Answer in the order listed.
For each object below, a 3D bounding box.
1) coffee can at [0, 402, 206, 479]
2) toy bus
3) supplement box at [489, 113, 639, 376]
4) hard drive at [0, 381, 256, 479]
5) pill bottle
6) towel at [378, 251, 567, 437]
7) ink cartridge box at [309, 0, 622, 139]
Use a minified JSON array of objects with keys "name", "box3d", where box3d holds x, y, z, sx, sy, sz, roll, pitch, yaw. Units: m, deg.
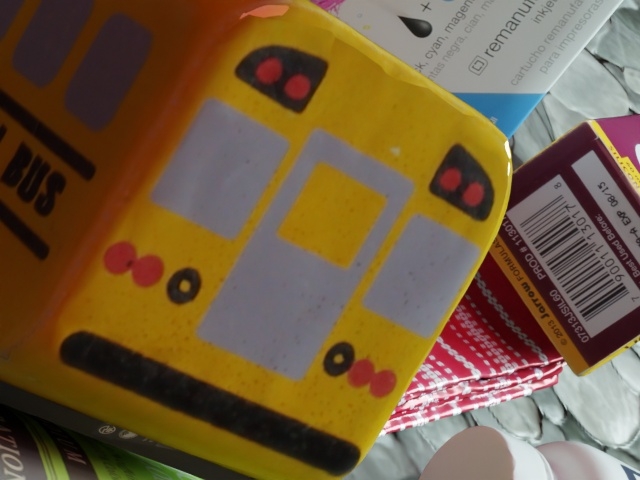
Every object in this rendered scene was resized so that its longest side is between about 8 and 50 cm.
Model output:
[{"name":"coffee can","box3d":[-0.051,0.162,0.446,0.275,0.201,0.202,25,42,-30]},{"name":"toy bus","box3d":[-0.096,-0.042,0.511,0.108,0.130,0.332,26,5,-38]},{"name":"supplement box","box3d":[0.160,-0.004,0.888,0.104,0.081,0.188,57,21,7]},{"name":"hard drive","box3d":[-0.064,0.065,0.594,0.094,0.135,0.022,-42,133,-54]},{"name":"pill bottle","box3d":[0.123,0.145,0.741,0.169,0.094,0.094,29,41,-26]},{"name":"towel","box3d":[0.000,0.000,0.796,0.274,0.031,0.199,-8,63,-50]},{"name":"ink cartridge box","box3d":[0.010,-0.166,0.805,0.232,0.171,0.168,27,36,-16]}]
